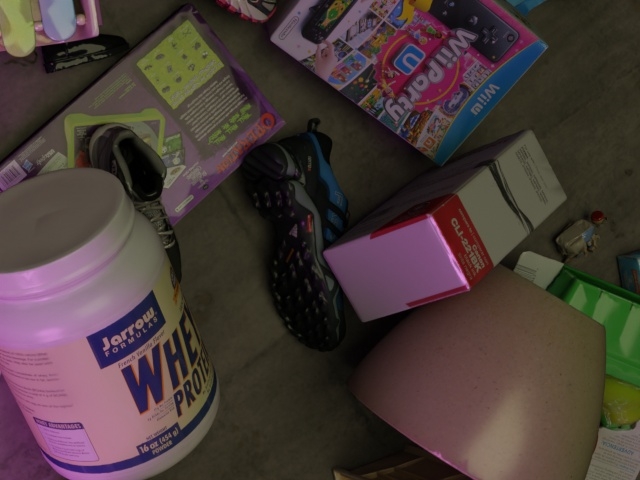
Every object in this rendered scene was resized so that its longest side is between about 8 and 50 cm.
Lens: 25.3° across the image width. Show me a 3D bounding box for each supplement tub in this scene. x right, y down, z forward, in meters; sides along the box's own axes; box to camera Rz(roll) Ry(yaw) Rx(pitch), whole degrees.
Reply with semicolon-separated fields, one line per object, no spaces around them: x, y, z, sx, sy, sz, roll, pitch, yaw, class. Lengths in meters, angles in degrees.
-0.270;0.102;1.677;0.235;0.235;0.325;-31;126;-18;supplement tub

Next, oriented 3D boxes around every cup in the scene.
0.231;0.168;1.825;0.331;0.331;0.237;29;92;-22;cup

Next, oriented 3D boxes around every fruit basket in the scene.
0.353;0.219;2.062;0.327;0.165;0.353;21;107;-15;fruit basket

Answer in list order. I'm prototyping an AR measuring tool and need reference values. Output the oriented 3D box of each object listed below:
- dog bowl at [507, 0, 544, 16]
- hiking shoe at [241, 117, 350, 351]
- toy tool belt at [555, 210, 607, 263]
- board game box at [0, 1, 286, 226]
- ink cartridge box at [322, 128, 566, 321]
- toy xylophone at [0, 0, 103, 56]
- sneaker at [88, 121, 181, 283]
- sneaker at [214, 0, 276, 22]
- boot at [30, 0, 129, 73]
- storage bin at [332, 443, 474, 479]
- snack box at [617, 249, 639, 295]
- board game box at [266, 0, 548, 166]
0.285;-0.398;2.014;0.297;0.074;0.166;-32;105;-17;dog bowl
0.000;0.000;1.901;0.132;0.113;0.304;-29;116;-39;hiking shoe
0.387;-0.003;2.103;0.083;0.052;0.051;-36;138;-13;toy tool belt
-0.233;-0.117;1.829;0.347;0.056;0.208;-43;104;-15;board game box
0.167;-0.022;1.866;0.273;0.197;0.114;-39;103;-44;ink cartridge box
-0.430;-0.306;1.691;0.322;0.081;0.236;-18;99;-9;toy xylophone
-0.217;-0.033;1.746;0.086;0.132;0.229;-24;103;-19;sneaker
-0.151;-0.396;1.786;0.112;0.121;0.299;-42;115;-2;sneaker
-0.308;-0.270;1.788;0.121;0.045;0.099;-17;99;-19;boot
0.154;0.434;1.918;0.123;0.260;0.262;-17;100;-25;storage bin
0.570;0.157;2.180;0.187;0.060;0.322;-15;99;-22;snack box
0.114;-0.278;1.893;0.303;0.097;0.224;34;108;-21;board game box
